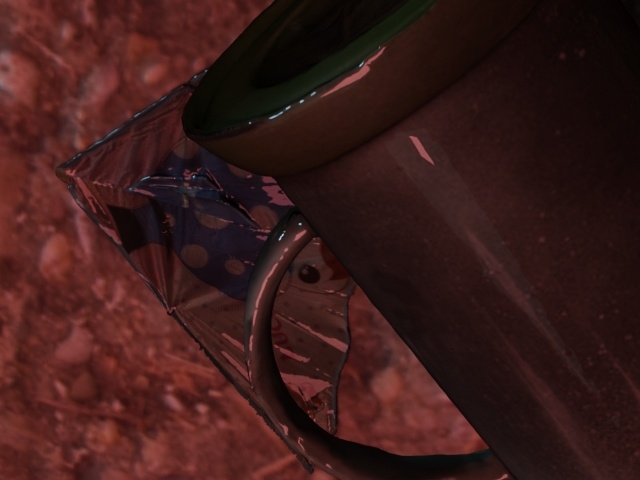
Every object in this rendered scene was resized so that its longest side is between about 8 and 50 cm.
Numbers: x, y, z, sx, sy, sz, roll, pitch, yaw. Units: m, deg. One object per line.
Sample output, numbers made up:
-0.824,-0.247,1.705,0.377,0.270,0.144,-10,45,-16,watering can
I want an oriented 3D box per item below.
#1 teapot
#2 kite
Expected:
0.094,0.024,0.837,0.270,0.200,0.337,-35,109,14,teapot
0.000,0.000,0.978,0.314,0.011,0.335,16,126,9,kite
